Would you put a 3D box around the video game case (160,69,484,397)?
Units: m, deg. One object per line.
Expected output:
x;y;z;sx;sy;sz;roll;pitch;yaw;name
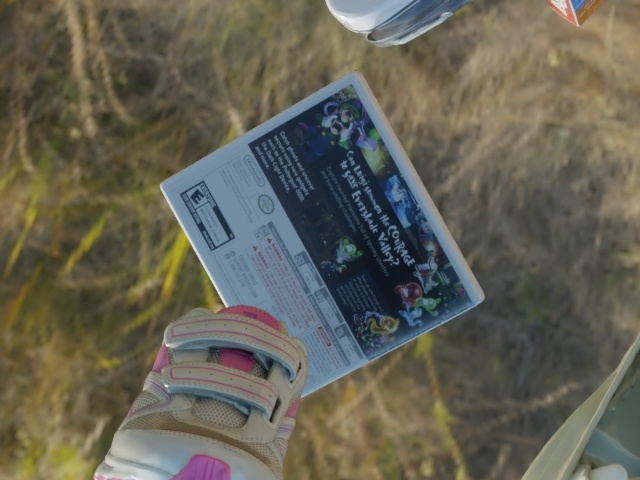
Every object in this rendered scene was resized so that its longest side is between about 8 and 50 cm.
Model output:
0.000;0.000;1.321;0.173;0.022;0.190;-29;89;16;video game case

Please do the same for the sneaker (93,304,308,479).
-0.062;0.092;1.046;0.103;0.252;0.111;19;95;-6;sneaker

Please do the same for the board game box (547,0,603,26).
0.207;-0.251;0.941;0.027;0.281;0.145;40;173;31;board game box

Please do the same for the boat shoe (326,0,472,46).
0.149;-0.282;1.690;0.301;0.108;0.102;-37;144;16;boat shoe

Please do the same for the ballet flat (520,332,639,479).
0.133;0.082;0.701;0.086;0.248;0.086;25;160;10;ballet flat
